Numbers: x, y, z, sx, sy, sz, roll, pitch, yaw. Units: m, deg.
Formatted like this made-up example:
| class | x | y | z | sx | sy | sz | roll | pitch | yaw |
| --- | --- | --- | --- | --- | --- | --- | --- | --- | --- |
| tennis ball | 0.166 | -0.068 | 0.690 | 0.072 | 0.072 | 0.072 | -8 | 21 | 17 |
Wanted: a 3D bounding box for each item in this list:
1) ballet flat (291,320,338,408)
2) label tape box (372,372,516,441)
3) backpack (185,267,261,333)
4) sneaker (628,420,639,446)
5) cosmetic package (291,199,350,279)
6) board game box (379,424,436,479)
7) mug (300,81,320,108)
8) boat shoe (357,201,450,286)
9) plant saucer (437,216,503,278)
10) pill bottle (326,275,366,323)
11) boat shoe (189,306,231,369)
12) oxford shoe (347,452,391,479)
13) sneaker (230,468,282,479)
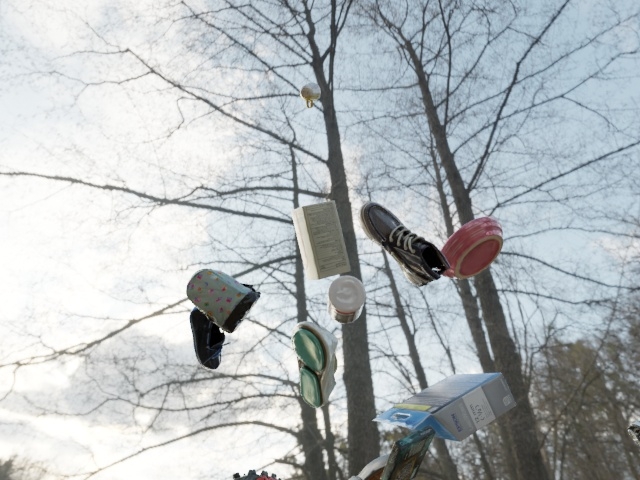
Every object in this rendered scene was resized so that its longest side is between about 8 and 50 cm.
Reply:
| class | x | y | z | sx | sy | sz | roll | pitch | yaw |
| --- | --- | --- | --- | --- | --- | --- | --- | --- | --- |
| ballet flat | -0.005 | 0.351 | 1.295 | 0.139 | 0.139 | 0.399 | 3 | -50 | 6 |
| label tape box | 0.371 | 0.524 | 1.308 | 0.348 | 0.115 | 0.249 | -20 | -10 | -25 |
| backpack | -0.275 | 0.150 | 1.175 | 0.182 | 0.151 | 0.115 | 36 | -9 | 4 |
| sneaker | 0.697 | 0.423 | 0.829 | 0.083 | 0.190 | 0.071 | -30 | -8 | -12 |
| cosmetic package | 0.000 | 0.000 | 1.732 | 0.153 | 0.295 | 0.129 | -12 | 0 | -26 |
| board game box | 0.217 | 0.562 | 1.092 | 0.126 | 0.026 | 0.186 | -7 | -58 | -35 |
| mug | -0.035 | -0.498 | 1.461 | 0.062 | 0.064 | 0.078 | -27 | -81 | 29 |
| boat shoe | 0.270 | -0.003 | 1.364 | 0.340 | 0.127 | 0.158 | 47 | -20 | -4 |
| plant saucer | 0.657 | 0.050 | 1.845 | 0.333 | 0.084 | 0.331 | -18 | -44 | -18 |
| pill bottle | 0.119 | 0.303 | 2.084 | 0.177 | 0.176 | 0.318 | 6 | -25 | 2 |
| boat shoe | -0.342 | 0.315 | 1.338 | 0.089 | 0.109 | 0.258 | 3 | -51 | 11 |
| oxford shoe | 0.160 | 0.686 | 1.230 | 0.212 | 0.076 | 0.076 | -32 | -7 | -10 |
| sneaker | -0.118 | 0.648 | 1.019 | 0.098 | 0.135 | 0.276 | -25 | -57 | 23 |
